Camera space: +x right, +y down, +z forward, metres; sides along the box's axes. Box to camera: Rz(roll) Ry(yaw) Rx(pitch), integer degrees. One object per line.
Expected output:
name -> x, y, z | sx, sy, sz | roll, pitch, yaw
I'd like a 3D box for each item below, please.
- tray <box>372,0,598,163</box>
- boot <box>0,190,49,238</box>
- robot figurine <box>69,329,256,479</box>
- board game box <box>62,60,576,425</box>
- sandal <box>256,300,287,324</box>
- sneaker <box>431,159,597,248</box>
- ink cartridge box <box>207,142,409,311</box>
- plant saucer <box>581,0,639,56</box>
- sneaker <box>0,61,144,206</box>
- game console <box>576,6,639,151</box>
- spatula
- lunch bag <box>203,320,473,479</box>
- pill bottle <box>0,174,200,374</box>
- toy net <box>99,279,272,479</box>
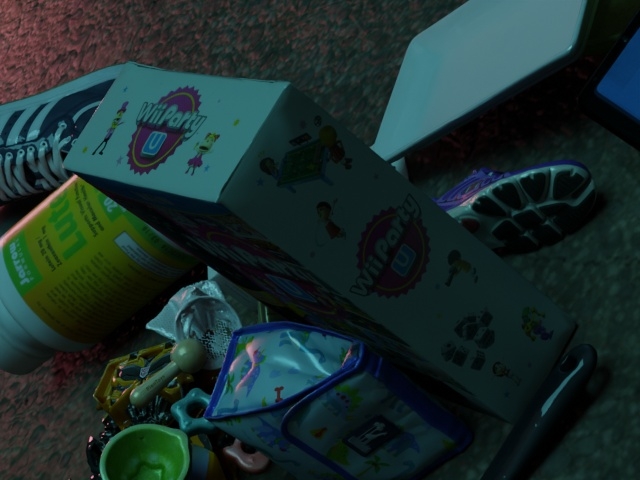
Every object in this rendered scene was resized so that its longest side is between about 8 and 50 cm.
tray -> 0.138, -0.149, 1.410 | 0.270, 0.030, 0.145 | -29, 34, 53
boot -> -0.361, -0.037, 1.968 | 0.190, 0.076, 0.208 | -24, 48, 37
robot figurine -> -0.133, 0.193, 1.429 | 0.211, 0.085, 0.291 | -20, 44, 33
board game box -> 0.000, 0.000, 1.250 | 0.224, 0.303, 0.097 | 14, 70, 56
sandal -> -0.025, 0.082, 1.436 | 0.049, 0.072, 0.180 | -51, 29, 44
sneaker -> 0.134, -0.034, 1.341 | 0.170, 0.068, 0.071 | -18, 39, 42
ink cartridge box -> -0.014, -0.033, 1.525 | 0.181, 0.061, 0.104 | -36, 36, 23
plant saucer -> 0.277, -0.219, 1.360 | 0.188, 0.045, 0.188 | -7, 53, 49
sneaker -> -0.284, -0.075, 1.821 | 0.282, 0.099, 0.153 | -25, 38, 2
game console -> 0.253, -0.106, 1.233 | 0.122, 0.071, 0.107 | -57, 30, 20
spatula -> 0.092, 0.187, 1.207 | 0.296, 0.030, 0.084 | -50, 30, 3
lunch bag -> 0.016, 0.120, 1.276 | 0.151, 0.129, 0.096 | -13, 50, 42
pill bottle -> -0.219, 0.019, 1.662 | 0.246, 0.136, 0.136 | -38, 35, 22
toy net -> -0.092, 0.114, 1.378 | 0.122, 0.045, 0.232 | 2, 51, 7
